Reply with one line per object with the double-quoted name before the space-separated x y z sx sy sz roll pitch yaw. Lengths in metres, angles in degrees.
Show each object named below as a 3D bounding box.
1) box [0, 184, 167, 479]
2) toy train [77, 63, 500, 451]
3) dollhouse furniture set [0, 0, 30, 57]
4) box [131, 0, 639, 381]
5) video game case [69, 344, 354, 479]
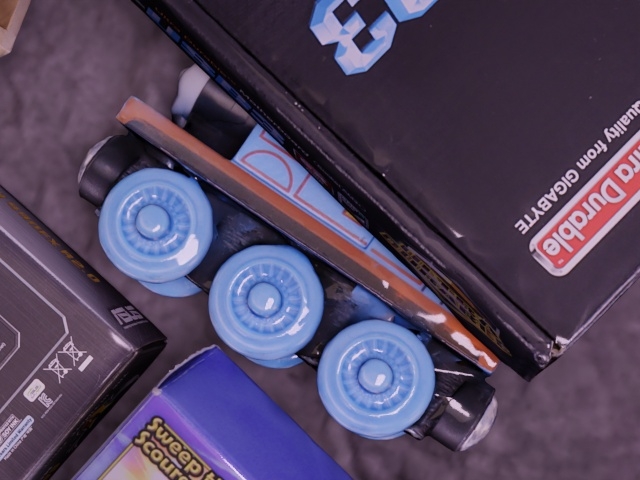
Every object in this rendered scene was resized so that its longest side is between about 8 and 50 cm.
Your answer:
"box" -0.204 0.067 0.643 0.183 0.056 0.231 41 94 6
"toy train" 0.000 0.000 0.611 0.184 0.080 0.105 35 85 7
"dollhouse furniture set" -0.182 -0.171 0.649 0.101 0.161 0.181 -16 48 44
"box" 0.071 -0.155 0.570 0.295 0.073 0.293 -44 81 -7
"video game case" -0.026 0.215 0.589 0.269 0.061 0.244 44 113 4
